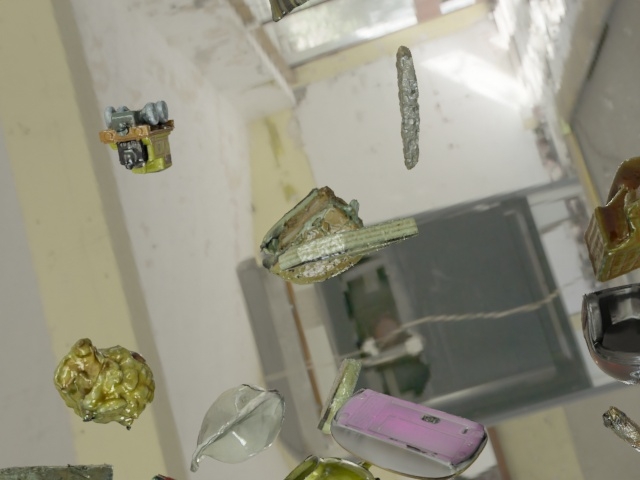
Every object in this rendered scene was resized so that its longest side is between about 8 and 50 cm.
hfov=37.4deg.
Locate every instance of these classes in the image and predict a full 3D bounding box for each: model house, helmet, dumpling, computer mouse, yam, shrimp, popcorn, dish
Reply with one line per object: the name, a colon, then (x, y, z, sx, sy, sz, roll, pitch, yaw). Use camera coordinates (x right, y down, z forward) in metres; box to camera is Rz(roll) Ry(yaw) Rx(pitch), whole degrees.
model house: (0.641, -0.045, 1.968, 0.173, 0.239, 0.268, 34, 155, 23)
helmet: (0.580, 0.163, 1.741, 0.216, 0.189, 0.193, -86, -19, -51)
dumpling: (-0.220, 0.465, 2.309, 0.341, 0.260, 0.181, -5, 115, 60)
computer mouse: (0.166, 0.371, 1.804, 0.158, 0.310, 0.071, -41, -50, -41)
yam: (-0.644, 0.603, 2.300, 0.330, 0.133, 0.133, 11, -132, -29)
shrimp: (0.716, 0.444, 2.260, 0.126, 0.047, 0.223, 26, 165, 50)
popcorn: (-0.463, 0.307, 2.003, 0.189, 0.218, 0.169, 66, -155, -67)
dish: (-0.019, 0.498, 1.821, 0.108, 0.262, 0.221, 49, 179, -6)

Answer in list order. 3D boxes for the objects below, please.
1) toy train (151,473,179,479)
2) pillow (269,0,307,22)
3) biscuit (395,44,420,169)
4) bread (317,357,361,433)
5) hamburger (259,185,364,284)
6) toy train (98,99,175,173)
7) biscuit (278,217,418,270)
toy train: (-0.361, 0.651, 2.446, 0.118, 0.176, 0.074, 82, -151, -58)
pillow: (-0.038, -0.571, 1.894, 0.052, 0.212, 0.208, 9, -119, -56)
biscuit: (0.171, -0.282, 1.859, 0.289, 0.038, 0.141, 80, -175, -52)
bread: (0.050, 0.398, 2.425, 0.286, 0.056, 0.207, 55, -124, -86)
hamburger: (0.000, 0.000, 2.365, 0.192, 0.288, 0.167, 39, -159, -19)
toy train: (-0.313, -0.177, 1.649, 0.219, 0.089, 0.127, -63, -35, -79)
biscuit: (0.053, 0.006, 1.857, 0.150, 0.252, 0.052, -24, 81, 57)
